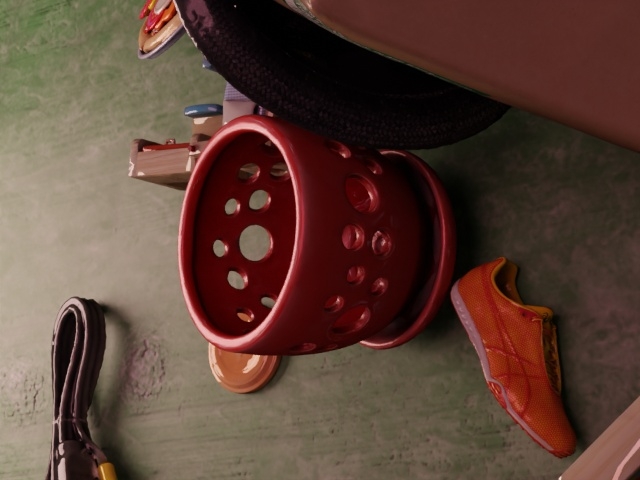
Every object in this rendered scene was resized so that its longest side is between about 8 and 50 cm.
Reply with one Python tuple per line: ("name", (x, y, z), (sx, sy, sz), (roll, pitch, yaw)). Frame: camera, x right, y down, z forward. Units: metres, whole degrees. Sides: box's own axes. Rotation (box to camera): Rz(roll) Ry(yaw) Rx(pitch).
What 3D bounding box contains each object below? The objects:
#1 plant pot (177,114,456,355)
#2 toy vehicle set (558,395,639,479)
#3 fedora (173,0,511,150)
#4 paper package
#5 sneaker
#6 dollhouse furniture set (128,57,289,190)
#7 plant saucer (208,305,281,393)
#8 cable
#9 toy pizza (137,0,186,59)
("plant pot", (0.000, 0.000, 1.456), (0.191, 0.174, 0.191), (-8, 79, 53))
("toy vehicle set", (0.300, 0.094, 1.220), (0.267, 0.166, 0.035), (-49, 55, 20))
("fedora", (0.013, -0.203, 1.456), (0.152, 0.334, 0.334), (152, 119, -62))
("paper package", (0.154, -0.258, 1.294), (0.309, 0.325, 0.168), (-68, 25, 6))
("sneaker", (0.160, 0.089, 1.400), (0.067, 0.064, 0.175), (-33, 64, 18))
("dollhouse furniture set", (-0.095, -0.124, 1.601), (0.183, 0.129, 0.129), (-3, 79, 38))
("plant saucer", (-0.070, 0.096, 1.609), (0.083, 0.013, 0.083), (-10, 74, 37))
("cable", (-0.225, 0.202, 1.702), (0.139, 0.072, 0.287), (-41, 44, 44))
("toy pizza", (-0.112, -0.252, 1.633), (0.201, 0.032, 0.201), (-47, 18, 20))
